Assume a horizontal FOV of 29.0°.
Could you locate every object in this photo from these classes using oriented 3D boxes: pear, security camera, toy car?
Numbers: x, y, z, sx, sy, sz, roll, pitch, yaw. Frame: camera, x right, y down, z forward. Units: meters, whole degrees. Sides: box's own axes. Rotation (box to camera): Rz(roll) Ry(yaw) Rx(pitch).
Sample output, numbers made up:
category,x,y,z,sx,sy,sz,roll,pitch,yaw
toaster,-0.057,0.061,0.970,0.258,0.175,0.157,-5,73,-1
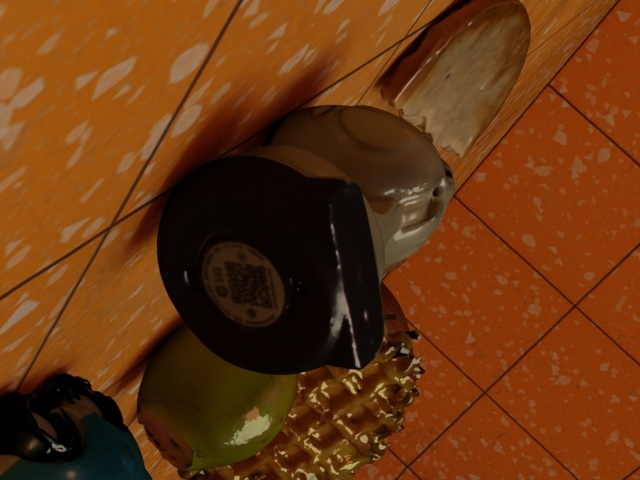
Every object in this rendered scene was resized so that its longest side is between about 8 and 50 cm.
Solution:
category,x,y,z,sx,sy,sz,roll,pitch,yaw
pear,-0.119,0.180,1.560,0.220,0.187,0.187,-36,169,-27
security camera,0.000,-0.026,1.104,0.277,0.191,0.197,-43,129,-48
toy car,-0.250,0.250,1.145,0.188,0.190,0.255,-47,171,8

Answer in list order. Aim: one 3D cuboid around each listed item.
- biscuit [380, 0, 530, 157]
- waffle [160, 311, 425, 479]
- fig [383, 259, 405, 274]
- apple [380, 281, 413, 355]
category,x,y,z,sx,sy,sz,roll,pitch,yaw
biscuit,0.179,-0.211,1.525,0.204,0.040,0.309,-51,158,7
waffle,-0.045,0.234,1.807,0.095,0.380,0.382,-102,-156,-47
fig,0.000,0.000,1.581,0.257,0.159,0.159,-30,173,-1
apple,0.005,0.189,2.037,0.345,0.269,0.345,-46,174,-6
